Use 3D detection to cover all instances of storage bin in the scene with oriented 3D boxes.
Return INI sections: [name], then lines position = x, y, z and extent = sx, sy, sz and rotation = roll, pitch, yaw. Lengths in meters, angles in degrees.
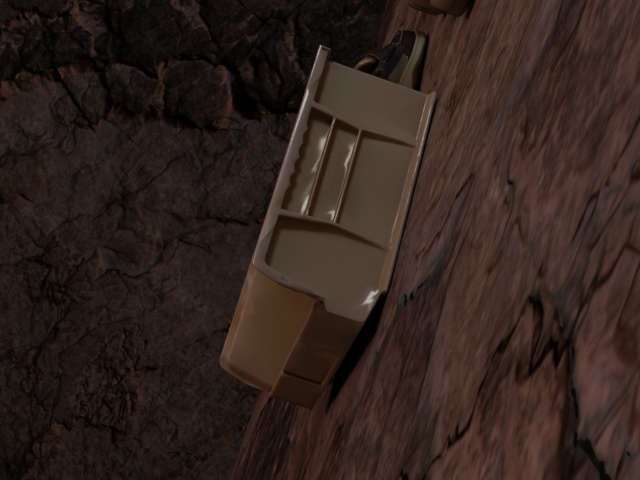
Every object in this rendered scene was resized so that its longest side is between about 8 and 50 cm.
[storage bin]
position = 0.000, 0.000, 1.179
extent = 0.262, 0.123, 0.260
rotation = 114, 173, -62

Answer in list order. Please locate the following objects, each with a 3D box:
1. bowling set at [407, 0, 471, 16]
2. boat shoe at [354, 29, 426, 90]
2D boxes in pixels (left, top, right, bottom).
[bowling set]
position = 0.071, -0.324, 1.182
extent = 0.287, 0.200, 0.154
rotation = -107, 36, -78
[boat shoe]
position = 0.075, -0.190, 1.380
extent = 0.223, 0.073, 0.080
rotation = -77, 5, -53
